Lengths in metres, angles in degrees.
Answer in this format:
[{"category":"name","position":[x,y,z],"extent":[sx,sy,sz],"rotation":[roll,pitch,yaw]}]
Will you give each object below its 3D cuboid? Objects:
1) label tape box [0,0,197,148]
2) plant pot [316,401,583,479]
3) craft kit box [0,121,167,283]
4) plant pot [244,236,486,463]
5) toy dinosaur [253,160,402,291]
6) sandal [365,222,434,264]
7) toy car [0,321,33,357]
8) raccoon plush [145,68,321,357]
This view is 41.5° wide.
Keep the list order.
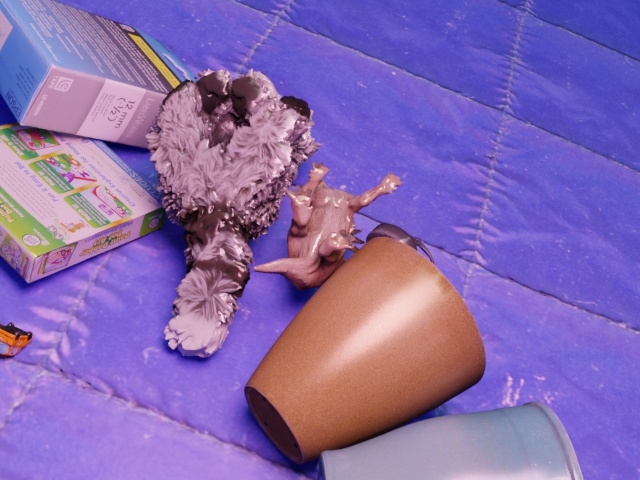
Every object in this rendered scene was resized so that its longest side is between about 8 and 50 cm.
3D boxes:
[{"category":"label tape box","position":[-0.354,-0.266,1.357],"extent":[0.347,0.115,0.249],"rotation":[9,34,-52]},{"category":"plant pot","position":[0.126,0.318,0.931],"extent":[0.255,0.272,0.272],"rotation":[0,47,-4]},{"category":"craft kit box","position":[-0.387,-0.074,1.208],"extent":[0.250,0.061,0.246],"rotation":[41,35,18]},{"category":"plant pot","position":[0.038,0.162,1.081],"extent":[0.254,0.237,0.237],"rotation":[-35,66,-24]},{"category":"toy dinosaur","position":[0.000,0.000,1.222],"extent":[0.127,0.200,0.296],"rotation":[29,46,5]},{"category":"sandal","position":[0.125,0.041,1.201],"extent":[0.054,0.254,0.097],"rotation":[-44,61,-11]},{"category":"toy car","position":[-0.421,0.109,1.044],"extent":[0.122,0.060,0.040],"rotation":[24,87,-8]},{"category":"raccoon plush","position":[-0.141,-0.053,1.271],"extent":[0.216,0.299,0.446],"rotation":[20,83,10]}]
